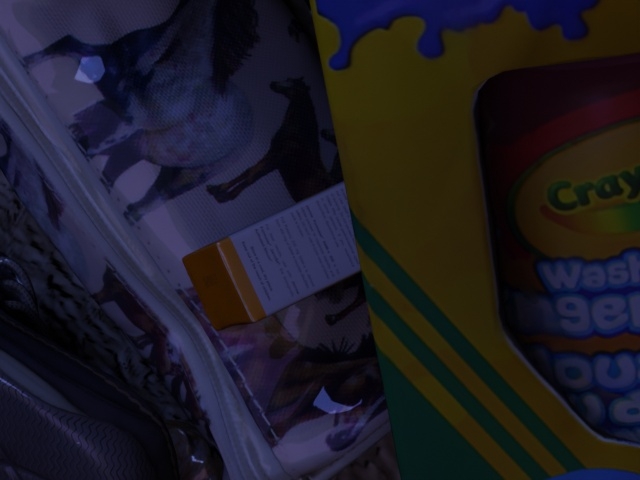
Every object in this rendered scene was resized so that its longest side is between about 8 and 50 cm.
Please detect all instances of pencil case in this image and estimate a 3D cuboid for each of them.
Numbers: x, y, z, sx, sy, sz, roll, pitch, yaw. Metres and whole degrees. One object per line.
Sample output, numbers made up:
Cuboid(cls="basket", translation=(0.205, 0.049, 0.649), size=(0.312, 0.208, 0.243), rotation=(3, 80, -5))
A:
Cuboid(cls="pencil case", translation=(-0.086, -0.060, 0.672), size=(0.160, 0.183, 0.410), rotation=(-29, 98, 46))

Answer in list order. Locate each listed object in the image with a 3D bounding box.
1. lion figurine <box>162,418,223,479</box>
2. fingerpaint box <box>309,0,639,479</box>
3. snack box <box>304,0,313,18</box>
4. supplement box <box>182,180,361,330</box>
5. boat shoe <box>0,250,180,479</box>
Cuboid(cls="lion figurine", translation=(-0.103, 0.282, 0.827), size=(0.240, 0.142, 0.392), rotation=(-14, 115, 14))
Cuboid(cls="fingerpaint box", translation=(0.227, -0.050, 0.434), size=(0.445, 0.163, 0.371), rotation=(-9, 118, 4))
Cuboid(cls="snack box", translation=(0.136, -0.034, 0.634), size=(0.187, 0.060, 0.322), rotation=(-28, 98, -11))
Cuboid(cls="supplement box", translation=(0.000, 0.000, 0.576), size=(0.098, 0.062, 0.036), rotation=(-26, 92, -19))
Cuboid(cls="boat shoe", translation=(-0.202, 0.050, 0.733), size=(0.355, 0.130, 0.132), rotation=(19, 126, 31))
